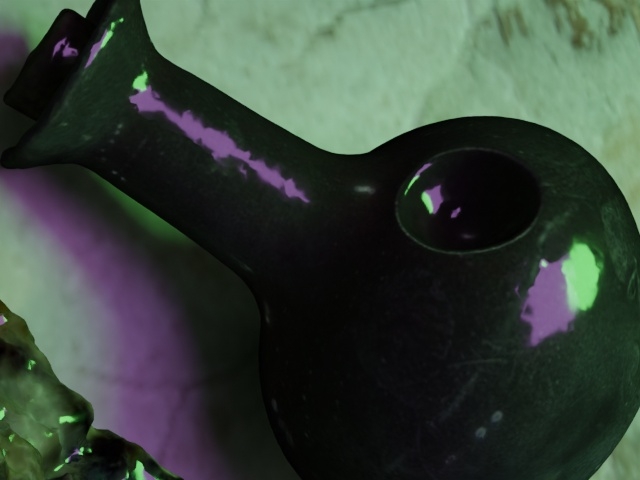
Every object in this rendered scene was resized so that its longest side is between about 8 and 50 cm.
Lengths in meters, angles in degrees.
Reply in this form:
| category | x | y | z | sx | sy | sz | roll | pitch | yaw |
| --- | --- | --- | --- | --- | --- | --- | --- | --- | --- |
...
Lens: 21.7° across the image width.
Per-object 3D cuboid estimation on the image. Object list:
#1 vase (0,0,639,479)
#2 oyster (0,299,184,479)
| category | x | y | z | sx | sy | sz | roll | pitch | yaw |
| --- | --- | --- | --- | --- | --- | --- | --- | --- | --- |
| vase | 0.000 | 0.000 | 0.449 | 0.183 | 0.120 | 0.120 | 32 | 52 | -15 |
| oyster | -0.092 | 0.067 | 0.355 | 0.148 | 0.051 | 0.103 | -37 | 98 | -38 |
